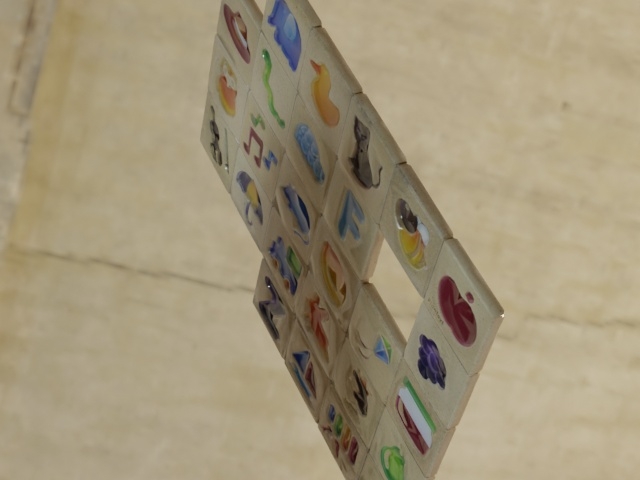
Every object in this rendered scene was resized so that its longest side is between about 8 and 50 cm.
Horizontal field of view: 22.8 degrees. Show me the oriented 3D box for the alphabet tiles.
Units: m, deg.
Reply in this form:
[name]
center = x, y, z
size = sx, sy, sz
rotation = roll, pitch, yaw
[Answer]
[alphabet tiles]
center = 0.000, 0.000, 0.717
size = 0.009, 0.198, 0.237
rotation = -16, -123, -22
